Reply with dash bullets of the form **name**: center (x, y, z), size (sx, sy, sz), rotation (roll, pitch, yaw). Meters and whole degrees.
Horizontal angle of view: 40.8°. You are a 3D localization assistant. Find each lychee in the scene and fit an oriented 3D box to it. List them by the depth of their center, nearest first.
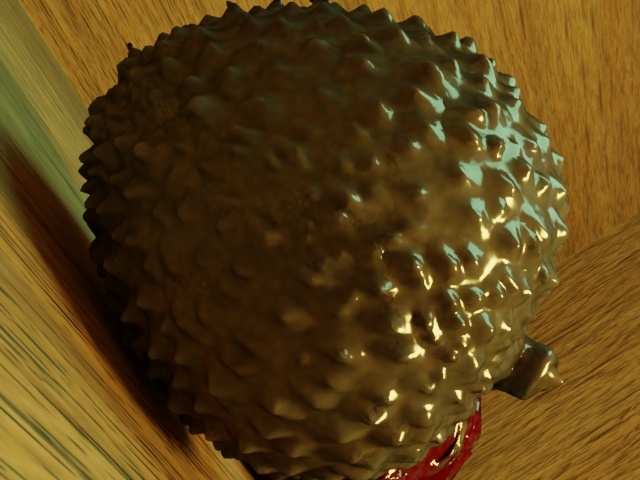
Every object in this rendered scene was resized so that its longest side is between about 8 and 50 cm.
- **lychee**: center (0.000, 0.000, 0.693), size (0.432, 0.380, 0.380), rotation (31, -13, 11)

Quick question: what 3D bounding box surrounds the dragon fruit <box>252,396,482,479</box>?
- **dragon fruit**: center (0.042, 0.203, 1.068), size (0.329, 0.329, 0.329), rotation (58, -6, 10)
